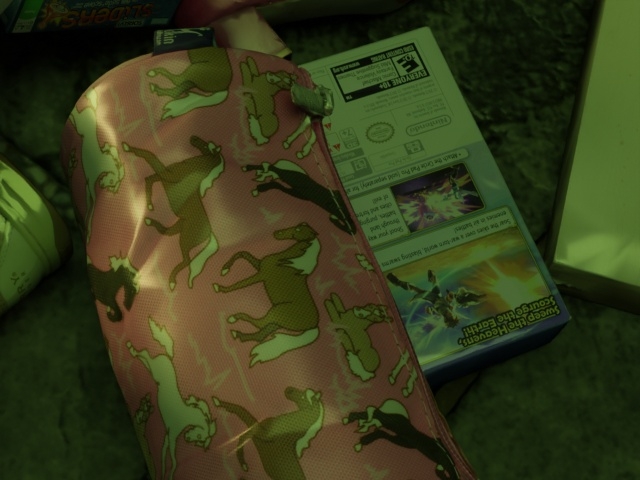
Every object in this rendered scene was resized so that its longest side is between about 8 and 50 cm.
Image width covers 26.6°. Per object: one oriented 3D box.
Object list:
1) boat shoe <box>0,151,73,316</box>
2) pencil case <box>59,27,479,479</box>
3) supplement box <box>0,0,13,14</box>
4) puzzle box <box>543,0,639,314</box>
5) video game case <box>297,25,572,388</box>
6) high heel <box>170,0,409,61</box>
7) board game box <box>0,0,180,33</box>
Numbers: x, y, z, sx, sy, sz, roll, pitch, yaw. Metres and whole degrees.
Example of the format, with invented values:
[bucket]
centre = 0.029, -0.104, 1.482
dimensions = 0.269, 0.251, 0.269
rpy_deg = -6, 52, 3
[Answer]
[boat shoe]
centre = -0.295, -0.063, 0.910
dimensions = 0.285, 0.104, 0.089
rpy_deg = 40, 67, 8
[pencil case]
centre = -0.026, 0.067, 0.778
dimensions = 0.160, 0.167, 0.386
rpy_deg = -1, 58, -38
[supplement box]
centre = -0.313, -0.218, 0.898
dimensions = 0.073, 0.130, 0.239
rpy_deg = -48, 50, -3
[puzzle box]
centre = 0.334, -0.117, 1.036
dimensions = 0.272, 0.052, 0.409
rpy_deg = 17, 67, 0
[video game case]
centre = 0.000, 0.000, 0.943
dimensions = 0.269, 0.061, 0.244
rpy_deg = -19, 70, -13
[high heel]
centre = 0.001, -0.213, 1.023
dimensions = 0.244, 0.082, 0.117
rpy_deg = -35, 79, -8
[board game box]
centre = -0.204, -0.234, 0.980
dimensions = 0.136, 0.035, 0.201
rpy_deg = -10, 57, -41
